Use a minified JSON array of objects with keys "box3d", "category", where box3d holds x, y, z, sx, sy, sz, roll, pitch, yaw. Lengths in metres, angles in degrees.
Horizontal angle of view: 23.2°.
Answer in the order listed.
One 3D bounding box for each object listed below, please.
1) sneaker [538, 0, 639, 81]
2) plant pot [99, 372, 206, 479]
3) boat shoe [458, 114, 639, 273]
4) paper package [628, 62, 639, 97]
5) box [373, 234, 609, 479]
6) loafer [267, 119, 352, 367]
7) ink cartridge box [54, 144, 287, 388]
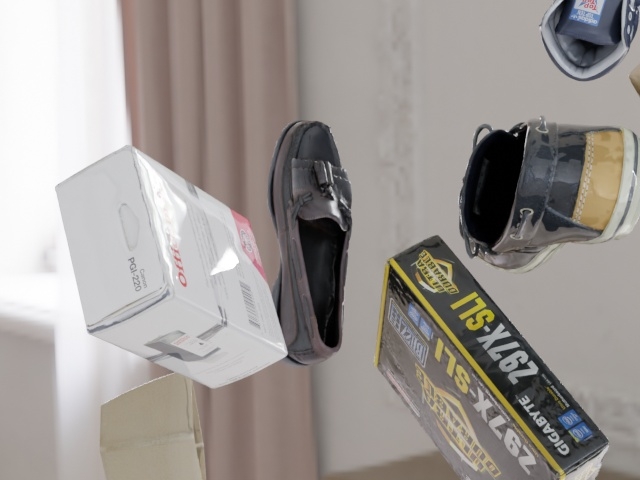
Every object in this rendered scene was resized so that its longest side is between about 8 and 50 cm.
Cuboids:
[{"box3d":[0.287,-0.292,1.539,0.099,0.282,0.153,15,37,17],"category":"sneaker"},{"box3d":[-0.169,0.208,1.564,0.096,0.109,0.109,-8,33,-3],"category":"plant pot"},{"box3d":[0.244,-0.062,1.915,0.156,0.187,0.500,10,-5,-9],"category":"boat shoe"},{"box3d":[0.579,-0.207,1.800,0.325,0.168,0.309,0,34,48],"category":"paper package"},{"box3d":[0.186,0.185,1.796,0.079,0.322,0.257,-27,-28,-20],"category":"box"},{"box3d":[0.000,0.000,1.862,0.109,0.302,0.095,7,-9,-31],"category":"loafer"},{"box3d":[-0.134,0.030,1.425,0.092,0.158,0.218,-26,-28,16],"category":"ink cartridge box"}]
